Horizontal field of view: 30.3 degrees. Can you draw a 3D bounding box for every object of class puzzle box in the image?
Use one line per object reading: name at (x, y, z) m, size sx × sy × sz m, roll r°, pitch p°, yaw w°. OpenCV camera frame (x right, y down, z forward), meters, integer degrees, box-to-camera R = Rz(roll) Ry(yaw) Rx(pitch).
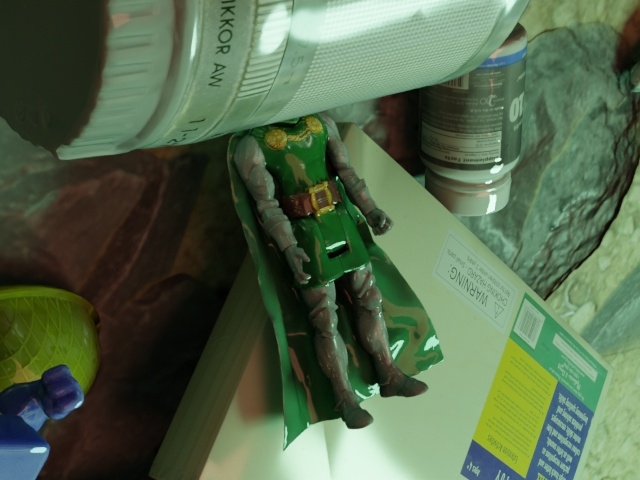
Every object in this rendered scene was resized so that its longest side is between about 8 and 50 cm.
puzzle box at (0.077, 0.133, 0.900) m, size 0.409 × 0.052 × 0.272 m, roll 40°, pitch 65°, yaw -39°

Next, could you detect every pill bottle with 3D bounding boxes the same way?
pill bottle at (0.111, -0.092, 0.876) m, size 0.078 × 0.078 × 0.137 m, roll -21°, pitch 125°, yaw -31°

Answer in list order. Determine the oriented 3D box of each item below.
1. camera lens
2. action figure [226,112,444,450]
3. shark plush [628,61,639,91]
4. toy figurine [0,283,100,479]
camera lens at (-0.035, -0.171, 0.610) m, size 0.274 × 0.219 × 0.219 m, roll -17°, pitch 122°, yaw -33°
action figure at (0.000, 0.000, 0.742) m, size 0.137 × 0.063 × 0.232 m, roll -27°, pitch 103°, yaw -33°
shark plush at (0.330, -0.177, 1.059) m, size 0.161 × 0.073 × 0.067 m, roll -35°, pitch 154°, yaw -49°
toy figurine at (-0.211, 0.118, 0.584) m, size 0.362 × 0.217 × 0.191 m, roll 19°, pitch 97°, yaw -53°
